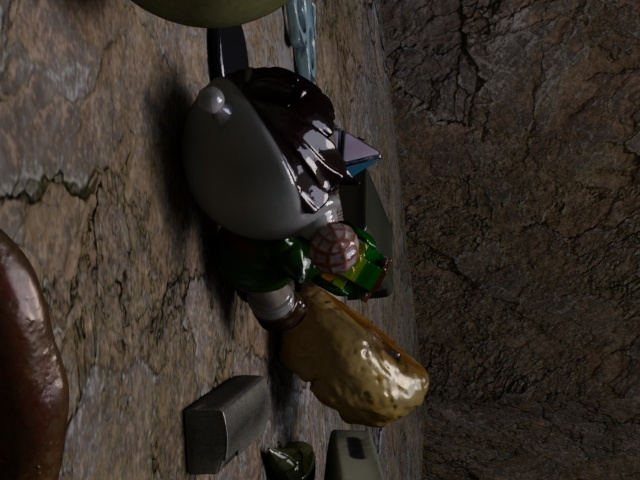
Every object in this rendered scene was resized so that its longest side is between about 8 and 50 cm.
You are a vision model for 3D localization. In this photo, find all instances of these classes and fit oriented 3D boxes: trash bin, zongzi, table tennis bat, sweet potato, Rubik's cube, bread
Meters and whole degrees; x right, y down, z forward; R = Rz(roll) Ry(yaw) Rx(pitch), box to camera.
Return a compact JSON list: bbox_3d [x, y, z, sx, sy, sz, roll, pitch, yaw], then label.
[{"bbox_3d":[0.055,-0.018,1.978,0.240,0.122,0.164,66,22,-58],"label":"trash bin"},{"bbox_3d":[-0.043,0.294,1.506,0.109,0.055,0.119,-82,154,-58],"label":"zongzi"},{"bbox_3d":[-0.107,-0.182,1.353,0.150,0.027,0.237,15,71,-80],"label":"table tennis bat"},{"bbox_3d":[-0.192,0.095,0.684,0.078,0.058,0.255,-27,117,-62],"label":"sweet potato"},{"bbox_3d":[-0.077,-0.117,1.467,0.190,0.211,0.178,55,34,1],"label":"Rubik's cube"},{"bbox_3d":[0.040,0.180,1.583,0.134,0.244,0.244,-49,169,3],"label":"bread"}]

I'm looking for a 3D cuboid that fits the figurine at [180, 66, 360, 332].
[{"bbox_3d":[-0.063,-0.044,1.200,0.281,0.167,0.370,53,-23,34],"label":"figurine"}]

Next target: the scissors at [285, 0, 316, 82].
[{"bbox_3d":[-0.026,-0.439,1.897,0.191,0.029,0.360,71,18,-53],"label":"scissors"}]

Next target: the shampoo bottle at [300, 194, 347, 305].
[{"bbox_3d":[0.000,0.000,1.755,0.127,0.078,0.257,-19,108,-65],"label":"shampoo bottle"}]

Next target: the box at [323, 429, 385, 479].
[{"bbox_3d":[0.041,0.484,1.498,0.367,0.090,0.373,-101,-165,-81],"label":"box"}]

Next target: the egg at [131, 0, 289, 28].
[{"bbox_3d":[-0.093,-0.298,0.920,0.295,0.218,0.219,-101,-177,-65],"label":"egg"}]

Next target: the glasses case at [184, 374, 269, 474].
[{"bbox_3d":[-0.100,0.200,1.208,0.205,0.047,0.071,-14,102,-81],"label":"glasses case"}]

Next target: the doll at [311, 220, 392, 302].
[{"bbox_3d":[0.019,0.019,1.631,0.186,0.106,0.134,31,4,-36],"label":"doll"}]
